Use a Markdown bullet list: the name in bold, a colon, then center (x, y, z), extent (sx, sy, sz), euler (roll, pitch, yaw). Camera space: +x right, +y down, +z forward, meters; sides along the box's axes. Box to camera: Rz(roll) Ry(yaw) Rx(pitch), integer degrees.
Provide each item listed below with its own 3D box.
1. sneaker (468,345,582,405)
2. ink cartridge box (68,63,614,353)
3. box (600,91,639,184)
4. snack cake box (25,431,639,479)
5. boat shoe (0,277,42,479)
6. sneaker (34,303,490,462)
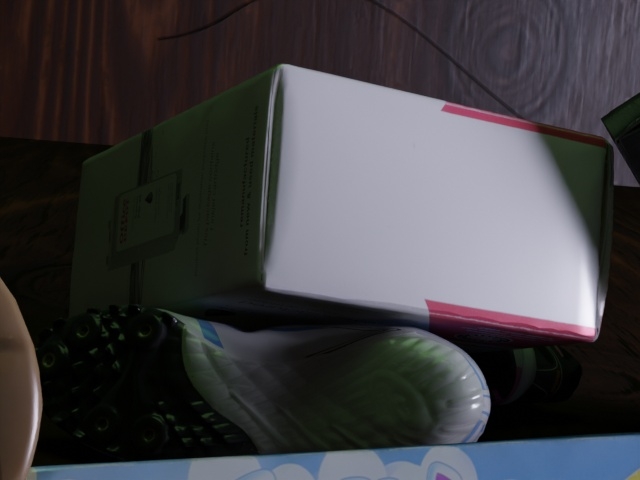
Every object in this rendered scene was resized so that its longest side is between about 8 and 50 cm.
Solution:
- **sneaker**: center (0.100, 0.071, 1.078), extent (0.077, 0.072, 0.178), euler (14, 11, -27)
- **ink cartridge box**: center (0.000, 0.000, 0.969), extent (0.207, 0.117, 0.283), euler (9, -11, -26)
- **box**: center (0.242, 0.019, 0.951), extent (0.056, 0.231, 0.183), euler (-31, 2, 10)
- **snack cake box**: center (0.014, 0.105, 0.496), extent (0.264, 0.089, 0.152), euler (1, -8, -30)
- **boat shoe**: center (-0.225, 0.089, 0.354), extent (0.341, 0.121, 0.110), euler (-19, 1, -18)
- **sneaker**: center (-0.032, 0.081, 0.864), extent (0.237, 0.085, 0.086), euler (4, -15, 8)
